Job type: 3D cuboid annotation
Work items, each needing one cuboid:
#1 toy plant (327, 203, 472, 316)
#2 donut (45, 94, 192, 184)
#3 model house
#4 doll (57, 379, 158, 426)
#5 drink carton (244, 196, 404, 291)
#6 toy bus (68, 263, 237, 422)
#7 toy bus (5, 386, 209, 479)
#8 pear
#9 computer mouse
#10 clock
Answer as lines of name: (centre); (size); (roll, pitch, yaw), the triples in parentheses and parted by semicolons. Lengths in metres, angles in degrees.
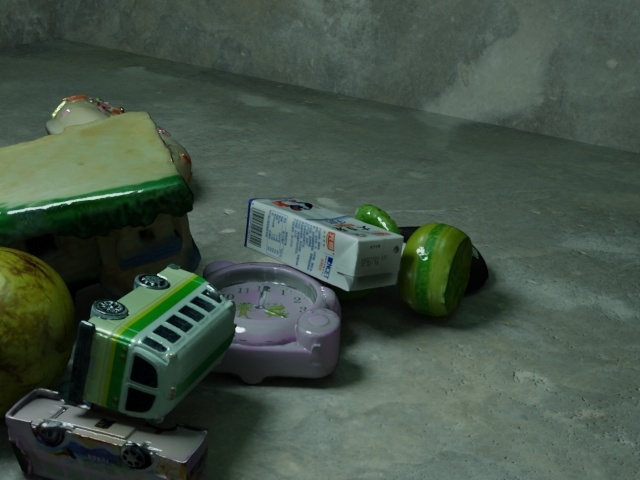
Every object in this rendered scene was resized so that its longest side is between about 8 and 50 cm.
toy plant: (0.132, 0.034, 1.752); (0.316, 0.184, 0.224); (11, 65, 24)
donut: (-0.480, -0.231, 2.138); (0.383, 0.142, 0.382); (30, 8, -5)
model house: (-0.433, 0.000, 1.603); (0.382, 0.342, 0.334); (-14, 36, -17)
doll: (-0.308, 0.246, 1.360); (0.159, 0.059, 0.159); (-17, 29, -42)
drink carton: (0.000, 0.000, 1.672); (0.131, 0.106, 0.315); (-7, 20, -43)
toy bus: (-0.232, 0.147, 1.280); (0.165, 0.133, 0.276); (19, 21, 12)
toy bus: (-0.294, 0.287, 1.201); (0.274, 0.112, 0.090); (11, 25, 14)
pear: (-0.503, 0.133, 1.318); (0.284, 0.283, 0.283); (3, 24, -1)
computer mouse: (0.232, 0.027, 1.889); (0.269, 0.100, 0.170); (14, 24, 22)
clock: (-0.109, 0.132, 1.583); (0.296, 0.113, 0.322); (3, 23, -1)
